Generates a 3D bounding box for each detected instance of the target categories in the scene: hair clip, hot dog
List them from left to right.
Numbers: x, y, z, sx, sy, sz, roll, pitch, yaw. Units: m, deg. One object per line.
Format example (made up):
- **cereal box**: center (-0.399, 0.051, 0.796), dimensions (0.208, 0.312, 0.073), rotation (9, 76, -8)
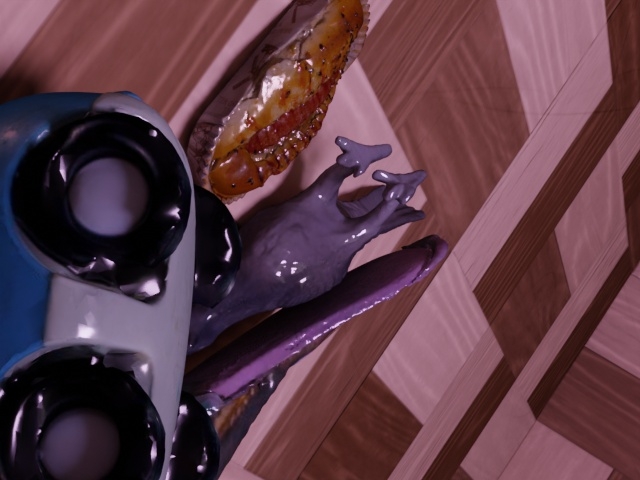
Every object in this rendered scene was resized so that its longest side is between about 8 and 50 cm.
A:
- **hot dog**: center (-0.026, -0.104, 0.910), dimensions (0.192, 0.053, 0.099), rotation (-52, 153, -21)
- **hair clip**: center (-0.026, 0.088, 1.052), dimensions (0.358, 0.095, 0.110), rotation (-40, 162, -37)

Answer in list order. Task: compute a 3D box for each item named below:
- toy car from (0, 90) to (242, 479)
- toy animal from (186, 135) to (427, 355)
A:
- **toy car**: center (-0.148, 0.045, 0.662), dimensions (0.188, 0.190, 0.255), rotation (59, 34, -79)
- **toy animal**: center (0.005, -0.011, 1.036), dimensions (0.367, 0.081, 0.206), rotation (-34, 169, -41)
